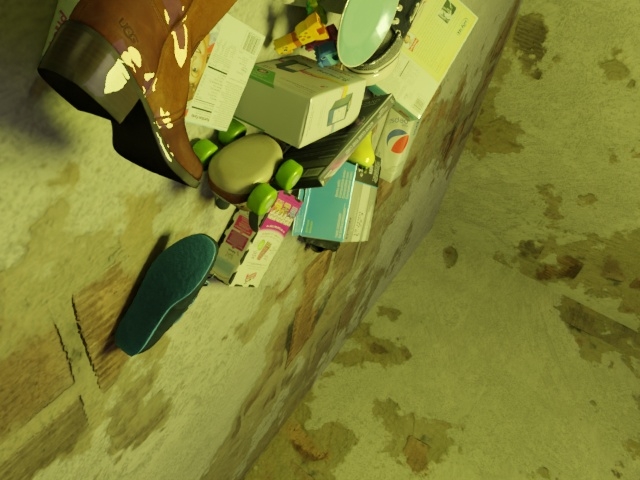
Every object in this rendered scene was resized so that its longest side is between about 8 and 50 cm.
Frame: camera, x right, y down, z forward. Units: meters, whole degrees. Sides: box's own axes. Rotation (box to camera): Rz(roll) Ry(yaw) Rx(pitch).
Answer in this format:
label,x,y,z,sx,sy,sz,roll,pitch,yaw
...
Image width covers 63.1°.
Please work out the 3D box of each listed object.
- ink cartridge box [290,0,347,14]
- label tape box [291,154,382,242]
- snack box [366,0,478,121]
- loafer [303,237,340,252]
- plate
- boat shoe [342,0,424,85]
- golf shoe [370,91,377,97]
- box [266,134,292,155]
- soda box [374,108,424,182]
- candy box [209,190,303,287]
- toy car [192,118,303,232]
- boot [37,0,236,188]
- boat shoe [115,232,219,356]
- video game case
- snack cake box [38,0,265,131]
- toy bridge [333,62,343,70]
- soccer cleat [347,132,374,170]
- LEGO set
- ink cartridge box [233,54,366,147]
label,x,y,z,sx,sy,sz,roll,pitch,yaw
ink cartridge box,0.067,-0.485,0.911,0.232,0.066,0.189,-6,158,-38
label tape box,0.055,-0.123,1.381,0.348,0.115,0.249,-4,105,-71
snack box,0.250,-0.494,1.335,0.322,0.187,0.060,-59,-160,-5
loafer,0.000,0.000,1.582,0.078,0.076,0.223,-55,158,-2
plate,0.081,-0.406,0.937,0.188,0.024,0.188,-44,156,-25
boat shoe,0.137,-0.496,1.124,0.158,0.127,0.340,83,28,-55
golf shoe,0.243,-0.489,1.425,0.272,0.120,0.105,-66,160,12
box,-0.069,-0.222,1.116,0.081,0.028,0.136,-63,161,4
soda box,0.257,-0.343,1.730,0.098,0.091,0.286,-35,149,-54
candy box,-0.143,-0.012,1.159,0.233,0.071,0.159,-62,163,1
toy car,-0.143,-0.090,0.938,0.149,0.155,0.188,-48,171,-37
boot,-0.144,-0.219,0.573,0.280,0.096,0.264,-63,155,-14
boat shoe,-0.275,0.089,0.941,0.258,0.109,0.089,-46,171,7
video game case,0.009,-0.196,1.050,0.274,0.196,0.026,-51,122,-29
snack cake box,-0.191,-0.236,0.650,0.152,0.089,0.264,-63,162,13
toy bridge,0.024,-0.329,1.210,0.063,0.026,0.188,-41,153,-46
soccer cleat,0.075,-0.241,1.139,0.121,0.093,0.289,-59,-164,21
LEGO set,-0.032,-0.363,0.916,0.227,0.093,0.087,24,52,-68
ink cartridge box,-0.035,-0.258,0.940,0.212,0.154,0.093,-36,148,-52
